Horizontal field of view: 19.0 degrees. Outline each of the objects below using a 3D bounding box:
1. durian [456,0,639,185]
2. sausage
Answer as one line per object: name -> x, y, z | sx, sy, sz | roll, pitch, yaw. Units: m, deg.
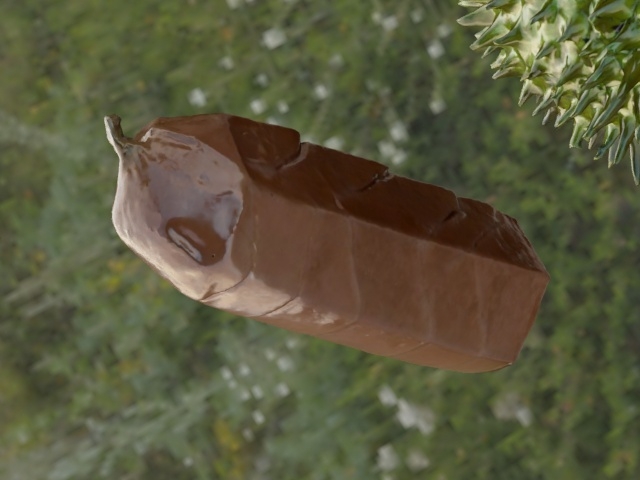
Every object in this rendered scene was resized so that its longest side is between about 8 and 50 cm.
durian -> 0.196, -0.126, 0.683 | 0.224, 0.291, 0.291 | 33, 172, -38
sausage -> 0.000, 0.000, 0.628 | 0.065, 0.169, 0.065 | -18, 64, 42
